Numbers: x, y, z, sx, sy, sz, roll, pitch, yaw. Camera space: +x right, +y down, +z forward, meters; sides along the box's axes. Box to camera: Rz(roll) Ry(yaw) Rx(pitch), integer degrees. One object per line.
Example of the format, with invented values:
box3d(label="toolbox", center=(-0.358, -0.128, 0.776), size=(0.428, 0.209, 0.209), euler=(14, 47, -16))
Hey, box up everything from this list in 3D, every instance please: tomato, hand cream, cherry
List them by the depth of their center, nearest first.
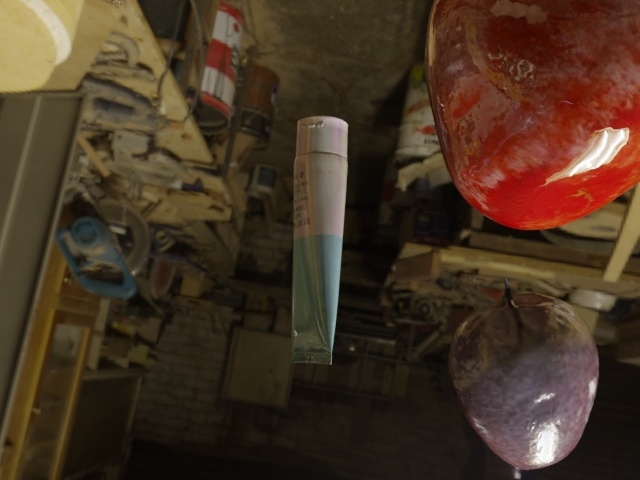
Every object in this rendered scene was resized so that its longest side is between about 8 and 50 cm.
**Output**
box3d(label="tomato", center=(0.137, -0.098, 0.429), size=(0.151, 0.187, 0.187), euler=(-32, -172, -26))
box3d(label="hand cream", center=(0.000, 0.000, 0.873), size=(0.070, 0.313, 0.111), euler=(6, 171, -28))
box3d(label="cherry", center=(0.265, 0.167, 0.895), size=(0.183, 0.266, 0.213), euler=(-1, -173, 43))

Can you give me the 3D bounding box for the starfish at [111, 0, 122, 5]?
box3d(label="starfish", center=(-0.304, -0.453, 0.877), size=(0.301, 0.084, 0.293), euler=(-37, 122, 21))
